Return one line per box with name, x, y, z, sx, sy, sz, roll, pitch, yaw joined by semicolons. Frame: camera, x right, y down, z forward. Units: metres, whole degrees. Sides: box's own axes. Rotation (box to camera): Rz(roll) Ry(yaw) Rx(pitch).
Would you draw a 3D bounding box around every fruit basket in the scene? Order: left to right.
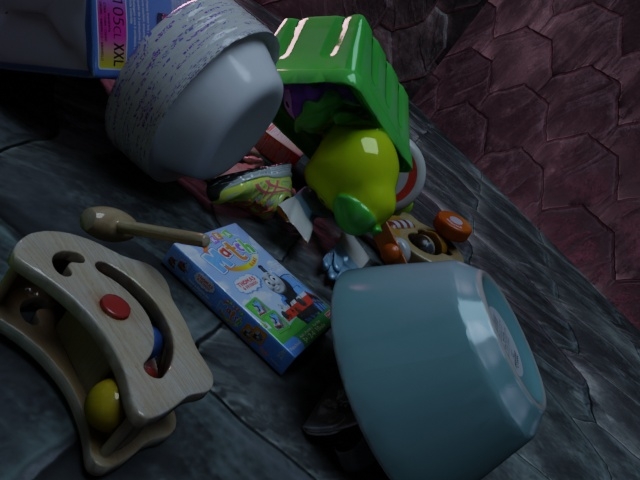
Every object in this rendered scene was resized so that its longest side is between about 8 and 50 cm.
fruit basket;0.033;-0.188;1.126;0.283;0.391;0.392;8;9;27

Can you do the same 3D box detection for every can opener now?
can opener;0.059;0.194;0.770;0.095;0.076;0.283;70;22;-6

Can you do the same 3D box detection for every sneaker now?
sneaker;-0.107;-0.076;0.998;0.209;0.082;0.094;-21;104;-54

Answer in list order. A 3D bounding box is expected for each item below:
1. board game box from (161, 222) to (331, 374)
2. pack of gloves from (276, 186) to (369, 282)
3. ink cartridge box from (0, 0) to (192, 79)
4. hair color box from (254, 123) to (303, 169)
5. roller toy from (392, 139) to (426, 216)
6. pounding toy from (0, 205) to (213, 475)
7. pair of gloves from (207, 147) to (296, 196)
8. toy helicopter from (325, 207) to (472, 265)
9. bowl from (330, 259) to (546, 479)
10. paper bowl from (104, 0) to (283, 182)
board game box;-0.088;0.069;0.800;0.211;0.039;0.160;41;23;9
pack of gloves;0.000;0.000;1.079;0.195;0.046;0.232;54;20;-5
ink cartridge box;-0.338;-0.337;0.931;0.270;0.151;0.395;11;18;16
hair color box;-0.116;-0.229;1.320;0.167;0.053;0.093;37;24;-6
roller toy;0.144;-0.162;1.374;0.210;0.191;0.146;23;11;-1
pounding toy;-0.191;0.049;0.528;0.154;0.155;0.269;16;30;-51
pair of gloves;-0.168;-0.166;1.134;0.204;0.042;0.240;12;33;-47
toy helicopter;0.136;-0.017;1.243;0.355;0.140;0.235;30;30;8
bowl;0.161;0.147;0.723;0.311;0.163;0.311;47;27;-33
paper bowl;-0.168;-0.206;0.888;0.148;0.284;0.284;40;22;4
